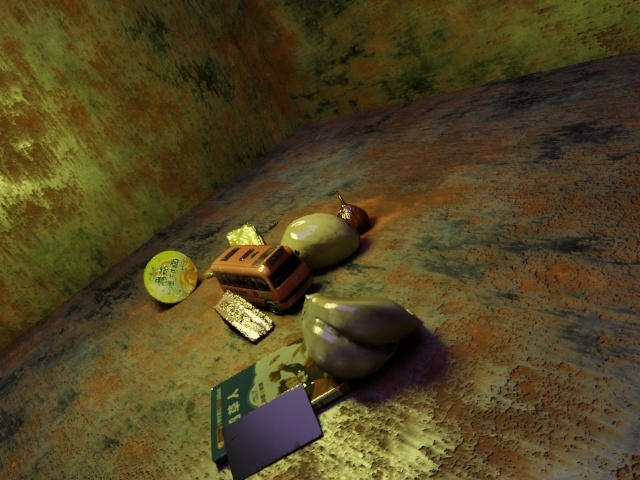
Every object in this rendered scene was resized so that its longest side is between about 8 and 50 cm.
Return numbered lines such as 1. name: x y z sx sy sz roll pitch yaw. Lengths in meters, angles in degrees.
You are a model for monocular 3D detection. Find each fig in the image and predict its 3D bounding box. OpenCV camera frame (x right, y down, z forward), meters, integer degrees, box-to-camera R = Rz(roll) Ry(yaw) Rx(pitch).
1. fig: 0.125 -0.127 2.020 0.146 0.201 0.134 -16 17 12

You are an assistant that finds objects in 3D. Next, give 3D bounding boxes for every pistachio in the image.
1. pistachio: 0.000 0.000 1.886 0.332 0.226 0.208 -10 7 -3

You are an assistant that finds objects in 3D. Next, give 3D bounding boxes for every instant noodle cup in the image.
1. instant noodle cup: -0.782 0.180 2.348 0.264 0.264 0.200 -41 20 -24

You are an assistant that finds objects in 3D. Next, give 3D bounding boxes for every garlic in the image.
1. garlic: 0.124 0.272 1.305 0.340 0.231 0.246 8 -4 -15

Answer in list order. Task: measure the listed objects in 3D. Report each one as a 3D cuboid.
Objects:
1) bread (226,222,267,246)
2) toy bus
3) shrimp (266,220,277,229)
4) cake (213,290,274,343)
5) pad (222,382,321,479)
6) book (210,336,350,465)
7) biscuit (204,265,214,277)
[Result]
1. bread: -0.337 0.056 2.243 0.174 0.251 0.133 -28 -19 5
2. toy bus: -0.243 0.136 1.866 0.427 0.233 0.203 0 37 47
3. shrimp: -0.264 -0.091 2.554 0.038 0.029 0.092 -13 25 32
4. cake: -0.292 0.309 1.790 0.116 0.112 0.295 -42 41 -23
5. pad: -0.136 0.515 1.240 0.265 0.009 0.159 -30 48 1
6. book: -0.139 0.450 1.388 0.428 0.039 0.300 -30 27 -1
7. biscuit: -0.489 0.125 2.378 0.224 0.033 0.144 -19 25 20
